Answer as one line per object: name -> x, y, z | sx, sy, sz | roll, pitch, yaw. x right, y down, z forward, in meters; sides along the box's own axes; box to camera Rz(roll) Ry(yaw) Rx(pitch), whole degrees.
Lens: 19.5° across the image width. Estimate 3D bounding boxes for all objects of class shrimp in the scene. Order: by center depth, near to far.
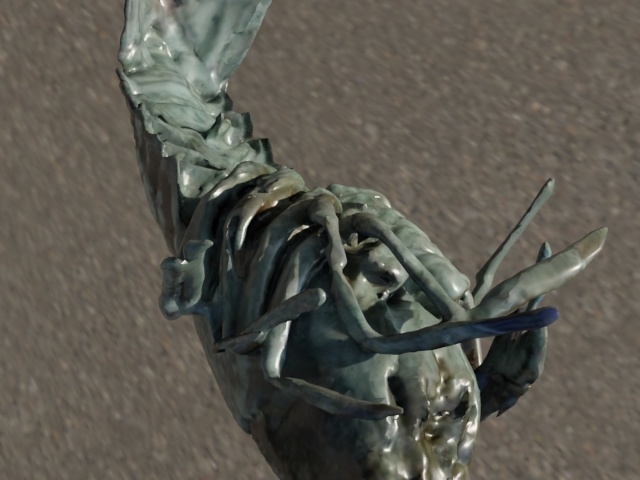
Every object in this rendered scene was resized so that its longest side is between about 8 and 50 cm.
shrimp -> -0.001, 0.005, 0.839 | 0.221, 0.410, 0.166 | 12, 112, -37
